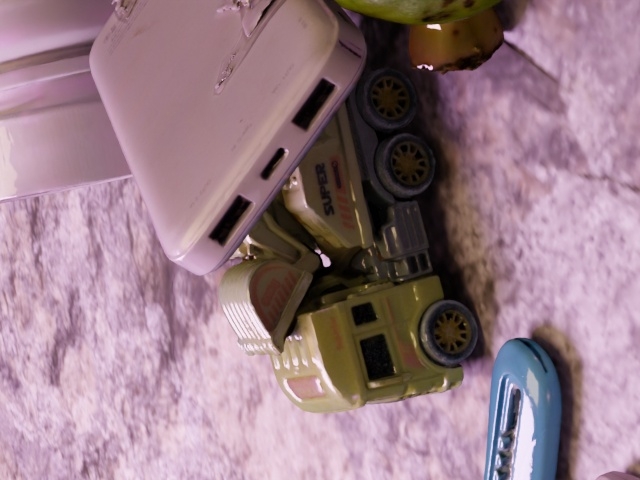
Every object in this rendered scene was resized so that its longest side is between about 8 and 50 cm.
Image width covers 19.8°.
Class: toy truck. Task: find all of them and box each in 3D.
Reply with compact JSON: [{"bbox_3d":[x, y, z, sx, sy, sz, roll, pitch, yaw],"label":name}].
[{"bbox_3d":[0.000,0.000,0.972,0.085,0.116,0.191,-12,92,62],"label":"toy truck"}]

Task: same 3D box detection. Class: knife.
[{"bbox_3d":[0.095,0.148,0.966,0.064,0.031,0.222,44,138,47],"label":"knife"}]

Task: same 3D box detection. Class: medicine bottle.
[{"bbox_3d":[-0.203,-0.172,1.181,0.170,0.170,0.293,-6,97,60],"label":"medicine bottle"}]

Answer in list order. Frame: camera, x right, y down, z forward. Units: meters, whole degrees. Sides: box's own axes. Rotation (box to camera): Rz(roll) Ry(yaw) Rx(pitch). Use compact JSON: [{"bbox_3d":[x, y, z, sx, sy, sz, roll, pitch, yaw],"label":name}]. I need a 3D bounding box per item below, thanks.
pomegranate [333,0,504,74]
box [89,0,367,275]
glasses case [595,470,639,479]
[{"bbox_3d":[0.038,-0.151,0.831,0.143,0.122,0.169,13,114,27],"label":"pomegranate"},{"bbox_3d":[-0.058,-0.097,0.967,0.142,0.044,0.285,-52,28,12],"label":"box"},{"bbox_3d":[0.158,0.133,0.862,0.083,0.021,0.032,20,117,55],"label":"glasses case"}]
